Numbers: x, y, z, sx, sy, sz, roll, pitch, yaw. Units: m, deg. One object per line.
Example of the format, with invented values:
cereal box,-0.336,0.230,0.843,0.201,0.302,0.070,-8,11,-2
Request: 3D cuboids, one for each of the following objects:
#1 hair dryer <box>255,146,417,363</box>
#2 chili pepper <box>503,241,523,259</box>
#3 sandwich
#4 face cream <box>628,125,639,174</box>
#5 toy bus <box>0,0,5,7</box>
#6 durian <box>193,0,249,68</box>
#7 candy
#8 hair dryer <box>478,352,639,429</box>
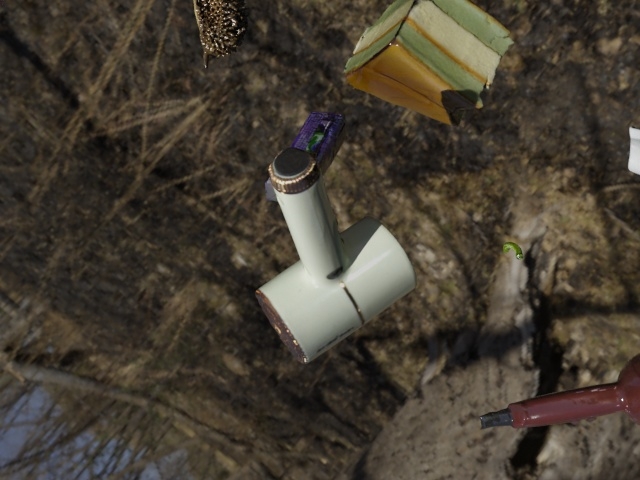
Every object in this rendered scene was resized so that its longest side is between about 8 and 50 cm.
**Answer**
hair dryer,0.000,0.000,0.968,0.128,0.203,0.362,49,166,35
chili pepper,0.350,0.018,1.379,0.017,0.030,0.083,6,-166,-8
sandwich,0.178,-0.293,1.247,0.198,0.155,0.227,32,170,-15
face cream,0.745,-0.110,1.437,0.370,0.145,0.145,31,162,38
toy bus,-0.315,-0.246,0.477,0.232,0.197,0.294,-36,84,46
durian,-0.136,-0.307,1.047,0.071,0.140,0.110,-2,174,18
candy,-0.022,-0.172,1.553,0.088,0.312,0.061,8,127,15
hair dryer,0.400,0.236,1.113,0.312,0.341,0.123,48,-150,-69
